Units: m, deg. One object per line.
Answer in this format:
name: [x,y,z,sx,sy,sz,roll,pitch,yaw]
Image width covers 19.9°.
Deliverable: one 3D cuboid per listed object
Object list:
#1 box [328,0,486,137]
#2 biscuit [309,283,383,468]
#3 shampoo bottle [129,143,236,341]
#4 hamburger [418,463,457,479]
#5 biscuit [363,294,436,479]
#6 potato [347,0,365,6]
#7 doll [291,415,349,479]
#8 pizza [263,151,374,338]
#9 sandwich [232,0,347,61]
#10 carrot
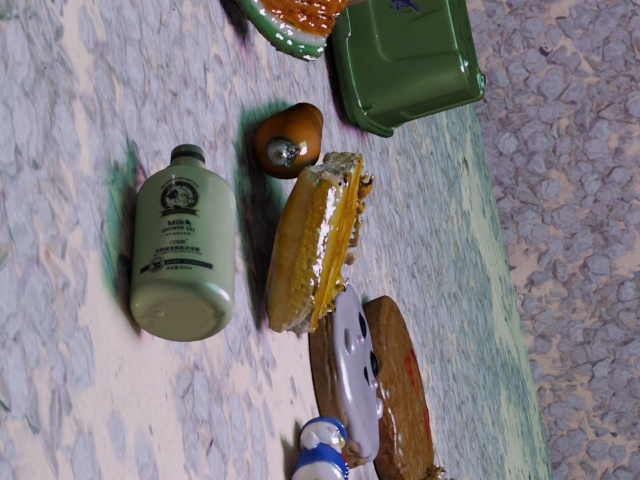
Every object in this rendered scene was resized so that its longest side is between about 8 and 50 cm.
box: [0.105,-0.311,2.394,0.253,0.177,0.329,3,77,-79]
biscuit: [0.032,0.138,2.005,0.181,0.049,0.208,68,18,-48]
shampoo bottle: [-0.103,-0.007,1.399,0.079,0.079,0.162,65,19,-51]
hamburger: [0.166,0.374,2.043,0.245,0.211,0.261,-74,158,-80]
biscuit: [0.100,0.213,2.272,0.257,0.049,0.273,-83,158,-54]
potato: [0.025,-0.369,2.137,0.178,0.160,0.235,-58,174,-9]
doll: [0.000,0.215,1.778,0.143,0.057,0.099,-89,164,-62]
pizza: [0.001,0.000,1.852,0.297,0.071,0.189,-23,125,-76]
sandwich: [-0.041,-0.295,1.809,0.235,0.159,0.079,36,19,-43]
carrot: [-0.022,-0.112,1.914,0.336,0.069,0.069,-60,139,-77]
